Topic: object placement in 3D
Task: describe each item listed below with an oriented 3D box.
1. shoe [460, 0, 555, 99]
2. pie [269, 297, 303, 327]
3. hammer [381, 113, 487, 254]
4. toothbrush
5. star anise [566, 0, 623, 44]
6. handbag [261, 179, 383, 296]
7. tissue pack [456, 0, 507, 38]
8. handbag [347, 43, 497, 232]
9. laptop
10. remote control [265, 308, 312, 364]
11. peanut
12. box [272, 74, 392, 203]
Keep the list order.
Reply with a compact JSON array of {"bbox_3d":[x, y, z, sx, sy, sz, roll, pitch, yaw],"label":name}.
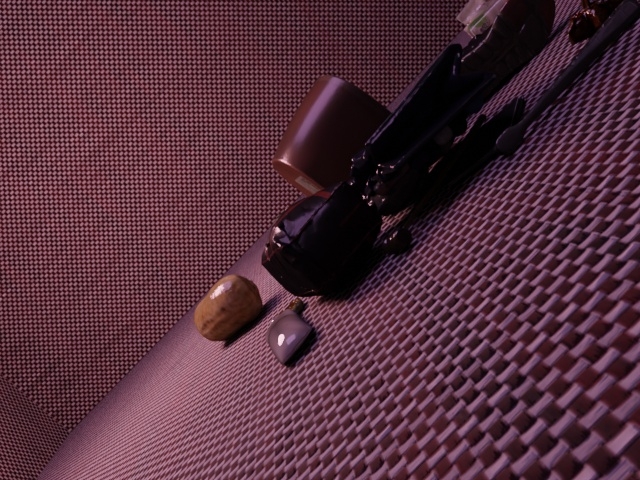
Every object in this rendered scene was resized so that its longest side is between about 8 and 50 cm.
[{"bbox_3d":[0.362,-0.386,1.357,0.291,0.114,0.137,-47,2,18],"label":"shoe"},{"bbox_3d":[-0.063,0.139,1.214,0.084,0.020,0.084,-44,8,8],"label":"pie"},{"bbox_3d":[0.184,-0.095,1.012,0.292,0.029,0.058,-53,5,-23],"label":"hammer"},{"bbox_3d":[0.344,-0.228,0.923,0.297,0.030,0.030,-47,-2,-4],"label":"toothbrush"},{"bbox_3d":[0.428,-0.363,1.035,0.097,0.070,0.190,-43,6,33],"label":"star anise"},{"bbox_3d":[0.000,0.000,1.097,0.169,0.155,0.215,-43,4,-14],"label":"handbag"},{"bbox_3d":[0.485,-0.627,1.754,0.229,0.145,0.159,-44,9,18],"label":"tissue pack"},{"bbox_3d":[0.148,-0.149,1.095,0.269,0.118,0.325,-47,-7,-7],"label":"handbag"},{"bbox_3d":[0.261,-0.156,1.038,0.129,0.016,0.180,-40,9,36],"label":"laptop"},{"bbox_3d":[-0.061,0.147,1.066,0.073,0.044,0.229,-53,11,-4],"label":"remote control"},{"bbox_3d":[-0.219,0.164,1.552,0.253,0.122,0.137,-44,-2,42],"label":"peanut"},{"bbox_3d":[0.043,-0.192,1.466,0.216,0.301,0.301,-55,9,-8],"label":"box"}]
